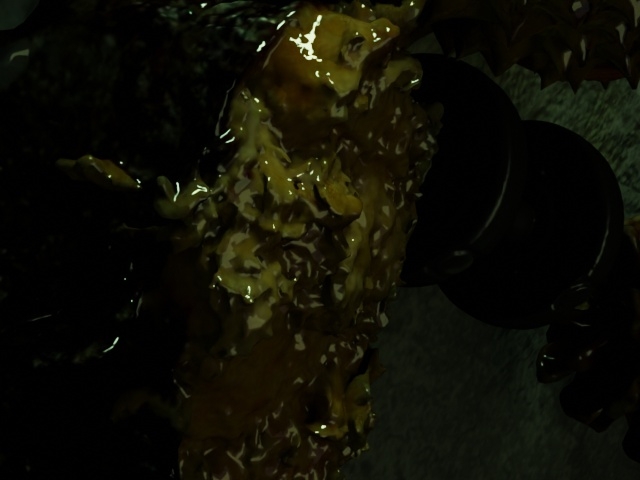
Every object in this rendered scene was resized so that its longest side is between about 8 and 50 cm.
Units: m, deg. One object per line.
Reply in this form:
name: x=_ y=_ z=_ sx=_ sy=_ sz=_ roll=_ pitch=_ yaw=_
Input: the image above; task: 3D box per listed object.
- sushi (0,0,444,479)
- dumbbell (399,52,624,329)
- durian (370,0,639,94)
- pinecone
sushi: x=-0.077 y=0.028 z=0.874 sx=0.234 sy=0.207 sz=0.348 roll=-19 pitch=123 yaw=-51
dumbbell: x=0.097 y=-0.027 z=1.081 sx=0.325 sy=0.143 sz=0.143 roll=22 pitch=89 yaw=-54
durian: x=0.136 y=-0.253 z=0.917 sx=0.384 sy=0.347 sz=0.347 roll=13 pitch=98 yaw=-25
pinecone: x=0.297 y=0.071 z=1.284 sx=0.309 sy=0.244 sz=0.244 roll=-6 pitch=111 yaw=-47
